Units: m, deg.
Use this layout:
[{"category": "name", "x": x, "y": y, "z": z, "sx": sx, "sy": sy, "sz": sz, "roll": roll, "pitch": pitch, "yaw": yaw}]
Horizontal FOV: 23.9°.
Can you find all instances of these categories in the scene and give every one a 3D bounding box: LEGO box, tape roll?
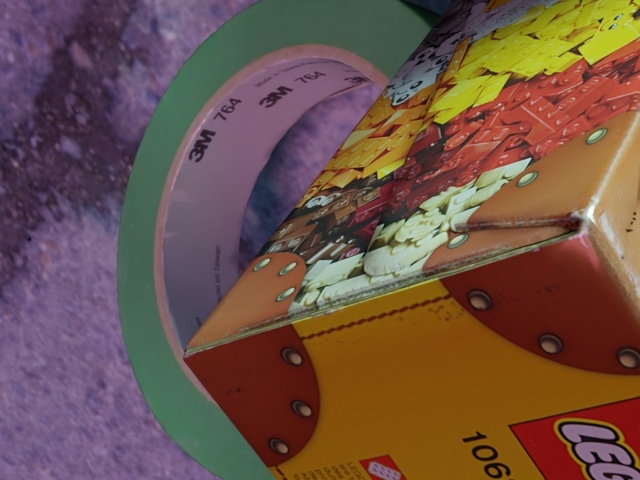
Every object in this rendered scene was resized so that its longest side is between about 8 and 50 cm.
[{"category": "LEGO box", "x": 0.222, "y": 0.102, "z": 0.706, "sx": 0.193, "sy": 0.372, "sz": 0.500, "roll": -19, "pitch": 115, "yaw": 40}, {"category": "tape roll", "x": 0.000, "y": 0.000, "z": 0.966, "sx": 0.321, "sy": 0.077, "sz": 0.321, "roll": -10, "pitch": 75, "yaw": 41}]

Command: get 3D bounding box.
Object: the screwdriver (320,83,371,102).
[{"category": "screwdriver", "x": 0.041, "y": -0.107, "z": 1.021, "sx": 0.170, "sy": 0.024, "sz": 0.025, "roll": -21, "pitch": 71, "yaw": 41}]
